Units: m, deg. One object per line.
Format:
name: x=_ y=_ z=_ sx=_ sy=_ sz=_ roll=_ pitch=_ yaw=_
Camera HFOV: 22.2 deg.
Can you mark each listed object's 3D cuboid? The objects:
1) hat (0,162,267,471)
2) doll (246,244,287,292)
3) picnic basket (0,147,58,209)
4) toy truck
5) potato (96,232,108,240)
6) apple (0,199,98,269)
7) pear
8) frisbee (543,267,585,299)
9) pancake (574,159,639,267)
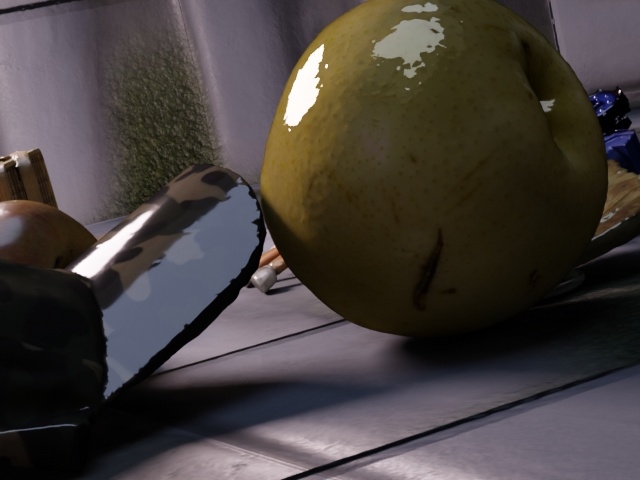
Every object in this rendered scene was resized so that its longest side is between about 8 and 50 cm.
hat: x=-0.248 y=0.041 z=1.375 sx=0.366 sy=0.257 sz=0.381 roll=-5 pitch=52 yaw=52
doll: x=0.000 y=0.000 z=2.022 sx=0.217 sy=0.085 sz=0.183 roll=-23 pitch=8 yaw=-13
picnic basket: x=-0.383 y=0.022 z=1.898 sx=0.175 sy=0.228 sz=0.313 roll=-15 pitch=6 yaw=0
toy truck: x=0.277 y=-0.059 z=1.847 sx=0.213 sy=0.161 sz=0.177 roll=-4 pitch=34 yaw=46
potato: x=-0.242 y=0.040 z=2.037 sx=0.112 sy=0.112 sz=0.147 roll=-10 pitch=-1 yaw=14
apple: x=-0.307 y=0.056 z=1.632 sx=0.174 sy=0.188 sz=0.188 roll=-14 pitch=4 yaw=34
pear: x=0.093 y=-0.064 z=1.426 sx=0.309 sy=0.309 sz=0.309 roll=-12 pitch=6 yaw=1
frisbee: x=0.198 y=0.045 z=1.558 sx=0.110 sy=0.014 sz=0.110 roll=-11 pitch=8 yaw=1
pancake: x=0.238 y=-0.023 z=1.640 sx=0.222 sy=0.042 sz=0.236 roll=-34 pitch=24 yaw=-30
